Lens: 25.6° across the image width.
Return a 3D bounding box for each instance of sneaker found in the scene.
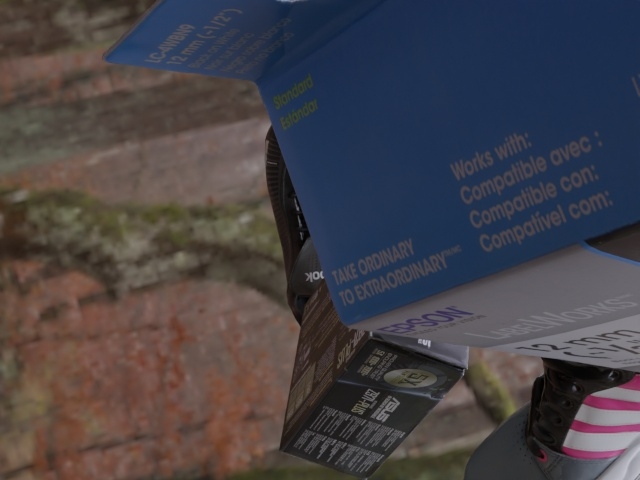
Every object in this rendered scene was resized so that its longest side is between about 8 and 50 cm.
[{"bbox_3d":[0.153,0.064,0.852,0.295,0.178,0.123,-42,-155,30],"label":"sneaker"},{"bbox_3d":[0.000,0.000,1.257,0.106,0.078,0.234,-104,-174,-63],"label":"sneaker"}]

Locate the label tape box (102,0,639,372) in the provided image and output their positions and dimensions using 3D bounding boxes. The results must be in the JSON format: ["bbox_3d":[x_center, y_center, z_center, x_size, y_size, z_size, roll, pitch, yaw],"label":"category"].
[{"bbox_3d":[0.120,-0.028,0.521,0.249,0.348,0.115,-25,-119,59],"label":"label tape box"}]

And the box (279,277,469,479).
[{"bbox_3d":[0.044,0.071,1.065,0.180,0.078,0.147,123,-18,-47],"label":"box"}]
